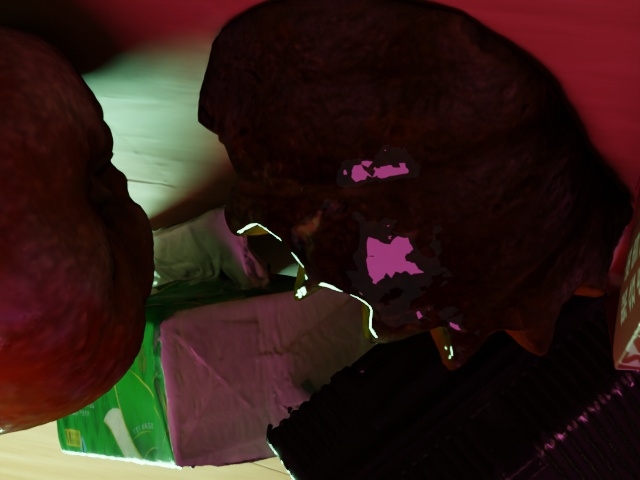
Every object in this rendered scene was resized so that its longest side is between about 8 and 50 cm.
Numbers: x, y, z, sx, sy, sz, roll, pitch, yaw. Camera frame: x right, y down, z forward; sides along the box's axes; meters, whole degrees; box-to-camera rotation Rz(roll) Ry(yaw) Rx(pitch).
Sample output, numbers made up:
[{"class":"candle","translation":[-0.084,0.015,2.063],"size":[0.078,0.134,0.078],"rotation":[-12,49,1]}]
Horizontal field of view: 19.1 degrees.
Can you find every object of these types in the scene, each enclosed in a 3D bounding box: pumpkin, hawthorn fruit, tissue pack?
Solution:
[{"class":"pumpkin","translation":[0.048,-0.028,0.982],"size":[0.254,0.130,0.149],"rotation":[20,157,-1]},{"class":"hawthorn fruit","translation":[-0.210,0.006,1.089],"size":[0.263,0.231,0.235],"rotation":[-34,96,34]},{"class":"tissue pack","translation":[-0.076,0.060,1.237],"size":[0.148,0.156,0.209],"rotation":[-5,179,-27]}]

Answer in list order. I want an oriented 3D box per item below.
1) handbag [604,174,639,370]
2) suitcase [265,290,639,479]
[{"class":"handbag","translation":[0.232,-0.003,0.880],"size":[0.171,0.151,0.298],"rotation":[10,160,5]},{"class":"suitcase","translation":[0.145,0.164,1.178],"size":[0.152,0.229,0.335],"rotation":[49,179,40]}]
